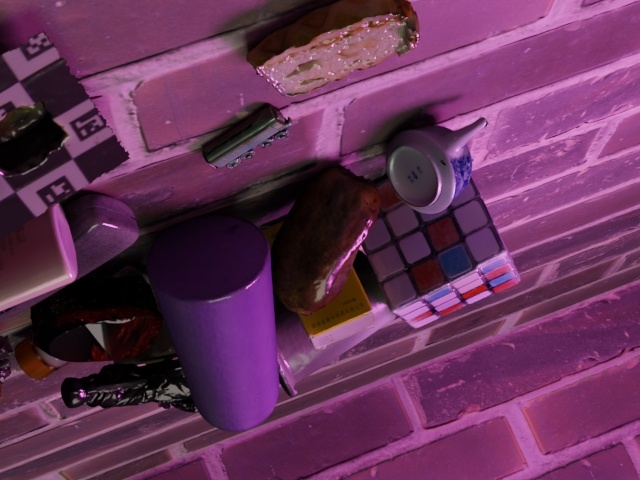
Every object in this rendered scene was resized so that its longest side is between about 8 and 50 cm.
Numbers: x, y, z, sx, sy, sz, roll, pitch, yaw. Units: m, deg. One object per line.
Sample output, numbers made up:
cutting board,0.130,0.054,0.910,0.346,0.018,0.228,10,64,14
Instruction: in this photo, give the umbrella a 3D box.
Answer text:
umbrella,-0.336,0.292,2.061,0.358,0.113,0.106,-1,-170,-34

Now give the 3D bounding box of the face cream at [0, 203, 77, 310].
face cream,-0.534,0.058,1.512,0.349,0.173,0.081,-22,137,-1

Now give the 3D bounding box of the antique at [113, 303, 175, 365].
antique,-0.336,0.190,2.149,0.125,0.150,0.284,-1,159,-38

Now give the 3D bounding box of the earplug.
earplug,-0.178,0.183,1.914,0.215,0.215,0.455,-18,135,-13

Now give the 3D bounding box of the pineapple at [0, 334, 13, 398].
pineapple,-0.658,0.258,1.973,0.128,0.128,0.248,-9,151,-35

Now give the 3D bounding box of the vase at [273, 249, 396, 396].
vase,-0.004,0.153,2.174,0.291,0.245,0.245,-32,161,-7

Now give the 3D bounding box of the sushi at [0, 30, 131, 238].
sushi,-0.461,-0.111,1.278,0.373,0.100,0.296,-33,153,-5

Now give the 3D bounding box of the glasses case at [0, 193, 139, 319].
glasses case,-0.448,0.031,1.669,0.323,0.074,0.131,-29,158,17

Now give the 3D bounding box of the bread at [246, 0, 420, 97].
bread,0.018,-0.271,1.398,0.232,0.087,0.128,-20,152,11

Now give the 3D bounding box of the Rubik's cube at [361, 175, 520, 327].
Rubik's cube,0.227,0.003,2.071,0.253,0.258,0.256,-28,161,8

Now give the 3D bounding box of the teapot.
teapot,0.210,-0.138,1.867,0.159,0.158,0.232,-10,158,-33

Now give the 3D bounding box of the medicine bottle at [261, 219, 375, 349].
medicine bottle,-0.004,0.073,2.018,0.137,0.250,0.141,-25,163,-1

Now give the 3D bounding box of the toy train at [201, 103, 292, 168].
toy train,-0.114,-0.157,1.608,0.148,0.038,0.071,-30,157,21

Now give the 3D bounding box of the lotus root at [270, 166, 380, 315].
lotus root,0.000,0.000,1.866,0.160,0.152,0.274,-113,-134,-77

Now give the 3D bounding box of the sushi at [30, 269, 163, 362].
sushi,-0.404,0.137,1.855,0.225,0.126,0.136,-5,132,-29

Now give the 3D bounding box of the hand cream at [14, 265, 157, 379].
hand cream,-0.441,0.154,1.992,0.314,0.089,0.140,-37,144,14
